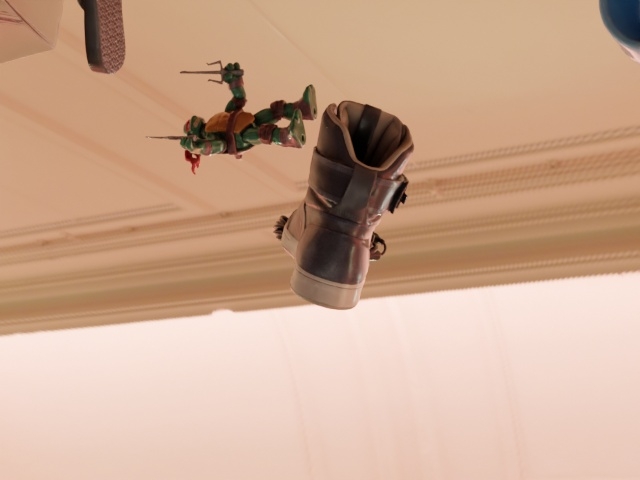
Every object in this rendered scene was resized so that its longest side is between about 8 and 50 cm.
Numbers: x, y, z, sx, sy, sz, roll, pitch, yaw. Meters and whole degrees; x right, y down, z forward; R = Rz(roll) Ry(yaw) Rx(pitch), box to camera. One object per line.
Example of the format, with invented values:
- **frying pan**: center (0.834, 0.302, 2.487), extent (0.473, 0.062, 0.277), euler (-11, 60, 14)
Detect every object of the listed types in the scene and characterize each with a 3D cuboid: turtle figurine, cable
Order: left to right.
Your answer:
- **turtle figurine**: center (-0.129, -0.179, 1.405), extent (0.234, 0.118, 0.175), euler (0, -122, 17)
- **cable**: center (0.000, 0.000, 1.471), extent (0.184, 0.150, 0.047), euler (19, -70, 35)

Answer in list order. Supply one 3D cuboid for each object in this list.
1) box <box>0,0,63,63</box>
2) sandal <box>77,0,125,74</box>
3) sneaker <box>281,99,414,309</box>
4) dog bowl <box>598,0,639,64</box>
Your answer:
- **box**: center (-0.418, -0.242, 1.028), extent (0.275, 0.094, 0.113), euler (-12, -119, 20)
- **sandal**: center (-0.323, -0.365, 1.351), extent (0.054, 0.097, 0.255), euler (10, -72, 18)
- **sneaker**: center (0.022, -0.047, 0.862), extent (0.086, 0.226, 0.163), euler (12, -77, -8)
- **dog bowl**: center (0.419, -0.349, 1.106), extent (0.166, 0.074, 0.297), euler (21, -75, 39)
